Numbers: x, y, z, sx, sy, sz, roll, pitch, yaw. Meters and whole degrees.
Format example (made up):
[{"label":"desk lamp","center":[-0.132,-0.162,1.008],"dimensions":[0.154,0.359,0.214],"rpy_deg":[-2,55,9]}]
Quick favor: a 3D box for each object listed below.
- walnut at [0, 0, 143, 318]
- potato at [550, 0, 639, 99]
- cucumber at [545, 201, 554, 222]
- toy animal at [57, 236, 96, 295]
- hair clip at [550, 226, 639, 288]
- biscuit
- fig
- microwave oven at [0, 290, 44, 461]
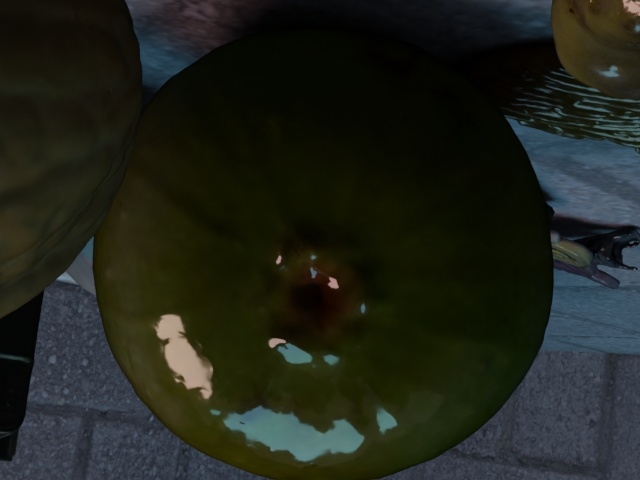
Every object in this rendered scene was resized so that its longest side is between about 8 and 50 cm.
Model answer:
[{"label":"walnut","center":[-0.202,-0.058,0.425],"dimensions":[0.261,0.224,0.225],"rpy_deg":[-16,-177,-28]},{"label":"potato","center":[0.157,-0.114,0.458],"dimensions":[0.092,0.070,0.138],"rpy_deg":[6,172,2]},{"label":"cucumber","center":[0.173,-0.044,0.938],"dimensions":[0.043,0.044,0.257],"rpy_deg":[14,177,32]},{"label":"toy animal","center":[-0.195,-0.021,0.896],"dimensions":[0.265,0.205,0.272],"rpy_deg":[20,163,-38]},{"label":"hair clip","center":[0.278,0.008,1.146],"dimensions":[0.187,0.056,0.146],"rpy_deg":[5,164,33]},{"label":"biscuit","center":[0.200,-0.093,0.669],"dimensions":[0.229,0.031,0.176],"rpy_deg":[3,168,21]},{"label":"fig","center":[0.000,0.000,0.670],"dimensions":[0.316,0.316,0.316],"rpy_deg":[7,170,1]},{"label":"microwave oven","center":[-0.378,-0.037,0.586],"dimensions":[0.247,0.332,0.394],"rpy_deg":[-7,163,40]}]
